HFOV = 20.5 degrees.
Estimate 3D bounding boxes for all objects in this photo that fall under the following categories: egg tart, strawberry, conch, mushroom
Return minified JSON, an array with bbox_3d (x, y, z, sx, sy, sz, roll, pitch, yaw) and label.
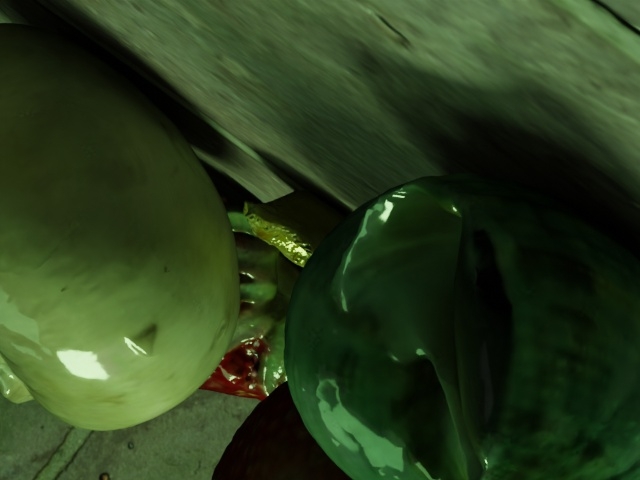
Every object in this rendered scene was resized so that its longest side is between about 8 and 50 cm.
[{"bbox_3d":[0.000,0.000,1.097,0.105,0.039,0.105,36,174,4],"label":"egg tart"},{"bbox_3d":[-0.101,0.057,1.460,0.233,0.138,0.306,39,162,-27],"label":"strawberry"},{"bbox_3d":[0.061,0.039,0.677,0.188,0.122,0.176,24,147,54],"label":"conch"},{"bbox_3d":[-0.225,0.031,1.181,0.314,0.336,0.314,50,180,0],"label":"mushroom"}]

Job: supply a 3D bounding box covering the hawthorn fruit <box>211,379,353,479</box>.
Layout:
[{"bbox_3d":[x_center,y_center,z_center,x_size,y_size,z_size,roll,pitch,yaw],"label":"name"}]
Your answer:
[{"bbox_3d":[0.064,0.176,0.964,0.285,0.285,0.369,37,177,-15],"label":"hawthorn fruit"}]
